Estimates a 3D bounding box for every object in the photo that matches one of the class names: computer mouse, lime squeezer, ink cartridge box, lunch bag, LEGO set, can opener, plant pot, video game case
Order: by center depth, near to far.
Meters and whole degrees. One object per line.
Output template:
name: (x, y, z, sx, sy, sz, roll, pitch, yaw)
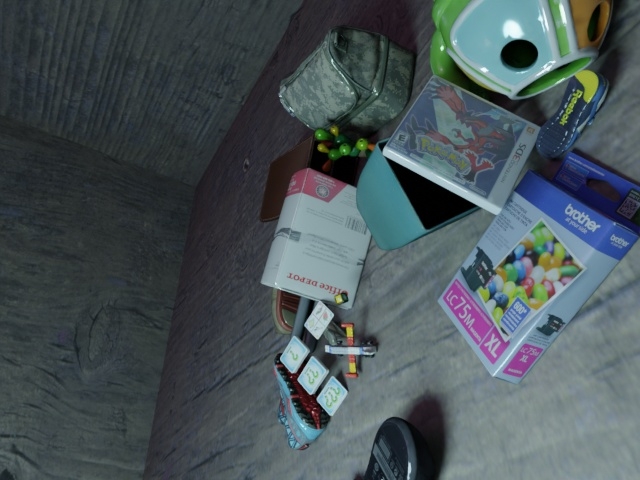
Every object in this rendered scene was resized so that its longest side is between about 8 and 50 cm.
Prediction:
ink cartridge box: (0.308, 0.028, 0.729, 0.311, 0.065, 0.185, -59, 27, 19)
video game case: (0.228, -0.159, 0.804, 0.183, 0.201, 0.023, -56, -10, -24)
computer mouse: (0.120, 0.405, 0.830, 0.188, 0.072, 0.272, -121, 43, -57)
plant pot: (0.165, -0.081, 0.921, 0.165, 0.166, 0.234, 63, 159, 9)
lime squeezer: (0.293, -0.285, 1.021, 0.109, 0.059, 0.310, 92, 175, -50)
LEGO set: (0.013, 0.235, 1.090, 0.182, 0.060, 0.244, 43, 113, 29)
ink cartridge box: (0.000, 0.000, 1.199, 0.117, 0.207, 0.282, -4, 68, 65)
can opener: (-0.012, 0.149, 1.302, 0.093, 0.074, 0.280, 74, -150, -72)
lunch bag: (0.057, -0.412, 1.337, 0.305, 0.256, 0.212, -20, 54, 60)

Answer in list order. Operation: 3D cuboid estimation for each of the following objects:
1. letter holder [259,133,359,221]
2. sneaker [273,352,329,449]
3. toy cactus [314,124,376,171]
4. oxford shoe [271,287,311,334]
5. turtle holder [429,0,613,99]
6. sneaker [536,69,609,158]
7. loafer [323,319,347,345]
letter holder: (-0.044, -0.145, 1.473, 0.302, 0.152, 0.214, -15, 60, 61)
sneaker: (-0.072, 0.376, 1.193, 0.125, 0.104, 0.261, -63, 25, 19)
toy cactus: (0.093, -0.220, 1.268, 0.180, 0.219, 0.112, -30, -44, -62)
oxford shoe: (-0.089, 0.094, 1.421, 0.130, 0.123, 0.348, -40, 36, 56)
turtle holder: (0.294, -0.343, 0.809, 0.321, 0.243, 0.227, -24, 84, 27)
sneaker: (0.380, -0.184, 0.756, 0.053, 0.059, 0.144, 51, 141, 30)
loafer: (0.028, 0.213, 1.197, 0.125, 0.039, 0.045, -136, 35, -66)
